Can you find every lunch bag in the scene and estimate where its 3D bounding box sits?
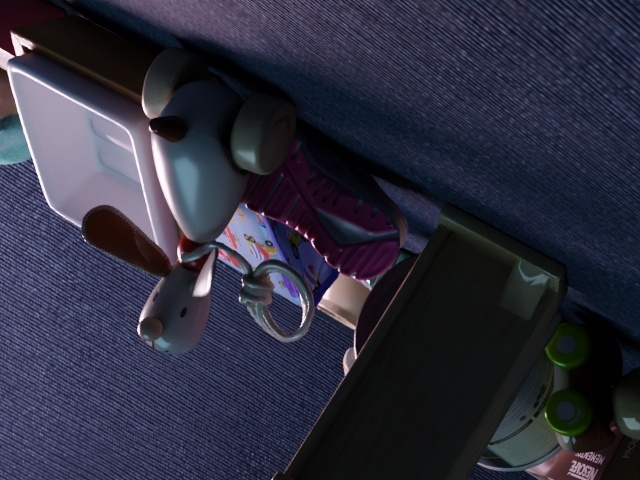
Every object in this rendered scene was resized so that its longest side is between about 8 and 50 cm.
[{"bbox_3d":[-0.104,-0.076,1.958,0.221,0.138,0.293,27,162,46],"label":"lunch bag"}]

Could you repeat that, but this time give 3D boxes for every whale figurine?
[{"bbox_3d":[-0.407,-0.177,2.239,0.272,0.141,0.216,6,-157,31],"label":"whale figurine"}]

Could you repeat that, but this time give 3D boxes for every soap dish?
[{"bbox_3d":[-0.236,-0.115,1.840,0.229,0.118,0.291,28,147,25],"label":"soap dish"}]

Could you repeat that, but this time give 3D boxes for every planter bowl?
[{"bbox_3d":[0.055,0.075,2.381,0.162,0.109,0.162,31,173,4],"label":"planter bowl"}]

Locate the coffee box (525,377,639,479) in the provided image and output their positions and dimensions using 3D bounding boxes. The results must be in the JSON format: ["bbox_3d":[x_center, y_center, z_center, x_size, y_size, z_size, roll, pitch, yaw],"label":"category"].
[{"bbox_3d":[0.395,0.279,2.096,0.119,0.168,0.297,32,174,-10],"label":"coffee box"}]

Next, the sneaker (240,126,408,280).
[{"bbox_3d":[-0.007,-0.053,1.697,0.252,0.103,0.111,43,-164,13],"label":"sneaker"}]

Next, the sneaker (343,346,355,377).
[{"bbox_3d":[0.182,0.183,2.145,0.321,0.126,0.127,-11,136,20],"label":"sneaker"}]

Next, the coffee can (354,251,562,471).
[{"bbox_3d":[0.191,0.154,1.925,0.201,0.201,0.275,27,172,36],"label":"coffee can"}]

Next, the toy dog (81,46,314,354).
[{"bbox_3d":[-0.142,-0.029,1.608,0.220,0.333,0.161,2,-167,31],"label":"toy dog"}]

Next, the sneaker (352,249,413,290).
[{"bbox_3d":[0.108,0.050,2.152,0.098,0.083,0.224,21,-167,-46],"label":"sneaker"}]

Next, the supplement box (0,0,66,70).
[{"bbox_3d":[-0.367,-0.252,1.938,0.104,0.081,0.188,31,173,4],"label":"supplement box"}]

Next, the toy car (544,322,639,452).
[{"bbox_3d":[0.360,0.168,1.772,0.188,0.149,0.155,-2,166,18],"label":"toy car"}]

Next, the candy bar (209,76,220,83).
[{"bbox_3d":[-0.113,-0.135,1.748,0.040,0.018,0.161,35,159,28],"label":"candy bar"}]

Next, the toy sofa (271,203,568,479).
[{"bbox_3d":[0.110,0.161,1.641,0.150,0.362,0.177,29,168,16],"label":"toy sofa"}]
